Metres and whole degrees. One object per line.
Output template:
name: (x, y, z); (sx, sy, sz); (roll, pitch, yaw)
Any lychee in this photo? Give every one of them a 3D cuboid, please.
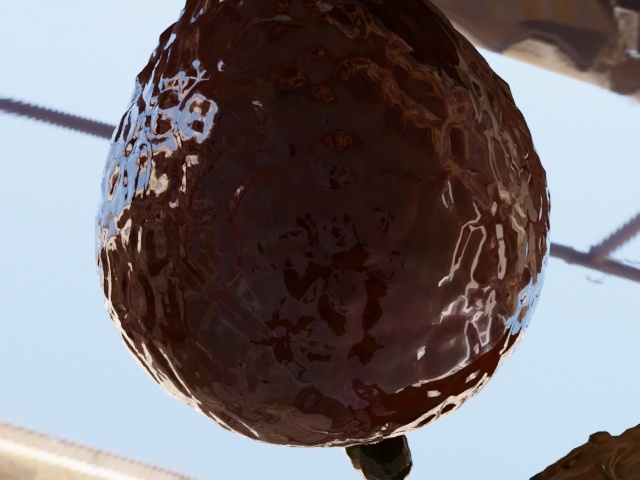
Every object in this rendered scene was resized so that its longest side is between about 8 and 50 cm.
lychee: (0.000, 0.000, 0.738); (0.255, 0.255, 0.300); (-1, -74, -13)

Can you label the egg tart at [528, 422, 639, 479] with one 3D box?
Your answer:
egg tart: (0.224, 0.308, 0.766); (0.443, 0.178, 0.443); (15, -120, -28)
